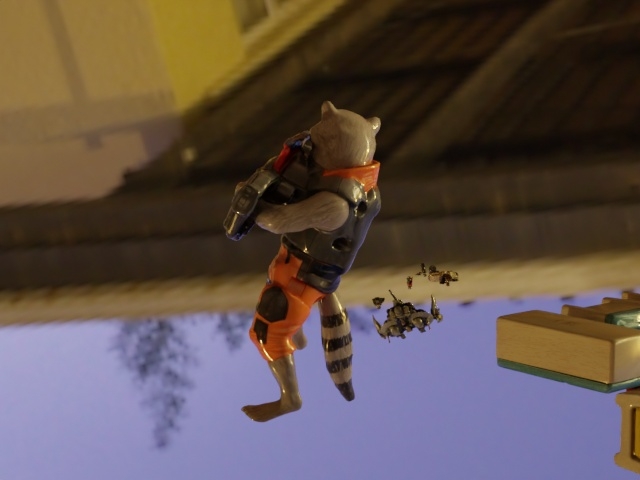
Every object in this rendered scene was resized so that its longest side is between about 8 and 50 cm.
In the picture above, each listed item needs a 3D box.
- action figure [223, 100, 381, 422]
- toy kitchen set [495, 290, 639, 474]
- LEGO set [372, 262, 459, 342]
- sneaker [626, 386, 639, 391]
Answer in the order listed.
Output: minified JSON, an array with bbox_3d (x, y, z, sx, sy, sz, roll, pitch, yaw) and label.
[{"bbox_3d":[0.000,0.000,1.841,0.178,0.330,0.341,18,-158,9],"label":"action figure"},{"bbox_3d":[0.259,0.140,1.376,0.207,0.166,0.122,-8,-168,-41],"label":"toy kitchen set"},{"bbox_3d":[0.063,0.048,1.115,0.054,0.083,0.023,1,-127,-11],"label":"LEGO set"},{"bbox_3d":[0.396,0.195,1.827,0.087,0.221,0.128,-26,-160,36],"label":"sneaker"}]
